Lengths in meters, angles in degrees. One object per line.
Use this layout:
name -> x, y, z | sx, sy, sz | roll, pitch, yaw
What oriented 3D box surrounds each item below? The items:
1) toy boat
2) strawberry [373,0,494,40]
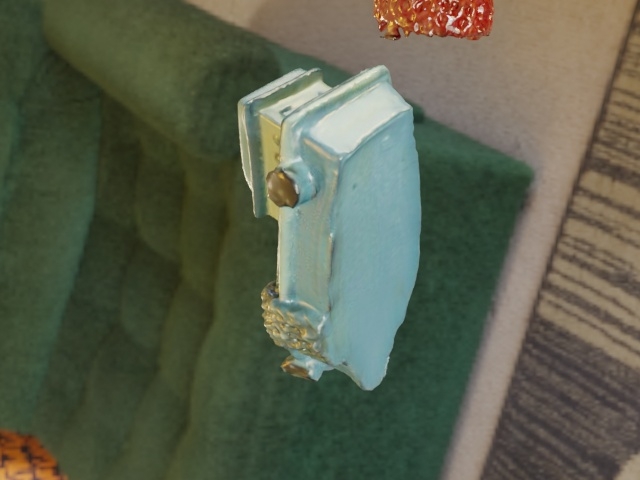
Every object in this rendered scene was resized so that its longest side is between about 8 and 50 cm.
toy boat -> 0.000, 0.000, 0.712 | 0.098, 0.109, 0.238 | 35, 144, 33
strawberry -> 0.129, -0.265, 1.318 | 0.145, 0.145, 0.086 | 10, 106, 55
